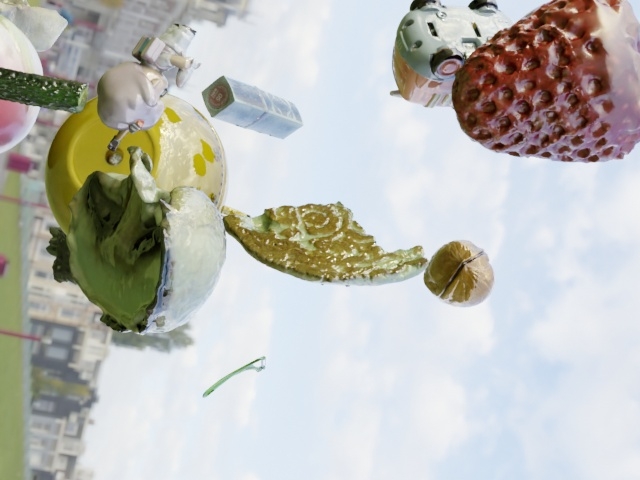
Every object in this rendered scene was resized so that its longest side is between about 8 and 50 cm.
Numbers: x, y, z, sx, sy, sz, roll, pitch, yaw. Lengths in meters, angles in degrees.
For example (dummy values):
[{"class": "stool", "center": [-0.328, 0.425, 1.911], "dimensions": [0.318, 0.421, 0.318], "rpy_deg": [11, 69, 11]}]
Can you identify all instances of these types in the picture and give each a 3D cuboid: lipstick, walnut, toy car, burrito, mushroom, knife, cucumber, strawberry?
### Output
[{"class": "lipstick", "center": [-0.141, -0.284, 2.113], "dimensions": [0.076, 0.290, 0.077], "rpy_deg": [-33, -109, 22]}, {"class": "walnut", "center": [0.290, 0.071, 2.010], "dimensions": [0.180, 0.144, 0.144], "rpy_deg": [103, -4, -74]}, {"class": "toy car", "center": [0.271, -0.360, 1.975], "dimensions": [0.212, 0.270, 0.180], "rpy_deg": [111, -29, -52]}, {"class": "burrito", "center": [-0.714, -0.500, 2.140], "dimensions": [0.332, 0.190, 0.135], "rpy_deg": [36, 53, -68]}, {"class": "mushroom", "center": [-0.223, -0.001, 1.287], "dimensions": [0.344, 0.130, 0.247], "rpy_deg": [-2, -97, 55]}, {"class": "knife", "center": [-0.196, 0.310, 2.205], "dimensions": [0.022, 0.166, 0.078], "rpy_deg": [55, -19, 27]}, {"class": "cucumber", "center": [-0.456, -0.237, 1.504], "dimensions": [0.058, 0.187, 0.058], "rpy_deg": [-170, -90, -83]}, {"class": "strawberry", "center": [0.407, -0.275, 1.730], "dimensions": [0.295, 0.345, 0.317], "rpy_deg": [45, -34, 51]}]

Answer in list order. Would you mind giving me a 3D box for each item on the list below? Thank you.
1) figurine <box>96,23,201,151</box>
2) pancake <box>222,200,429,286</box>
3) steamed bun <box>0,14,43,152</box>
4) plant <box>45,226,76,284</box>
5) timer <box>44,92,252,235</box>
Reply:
[{"class": "figurine", "center": [-0.280, -0.248, 1.534], "dimensions": [0.229, 0.112, 0.137], "rpy_deg": [-54, -140, -6]}, {"class": "pancake", "center": [-0.001, 0.004, 1.664], "dimensions": [0.054, 0.376, 0.197], "rpy_deg": [93, 21, -44]}, {"class": "steamed bun", "center": [-0.677, -0.286, 1.860], "dimensions": [0.309, 0.309, 0.309], "rpy_deg": [-166, -90, -73]}, {"class": "plant", "center": [-0.513, 0.032, 2.121], "dimensions": [0.194, 0.129, 0.132], "rpy_deg": [18, -79, 35]}, {"class": "timer", "center": [-0.331, -0.105, 1.857], "dimensions": [0.387, 0.376, 0.376], "rpy_deg": [46, 54, -77]}]
